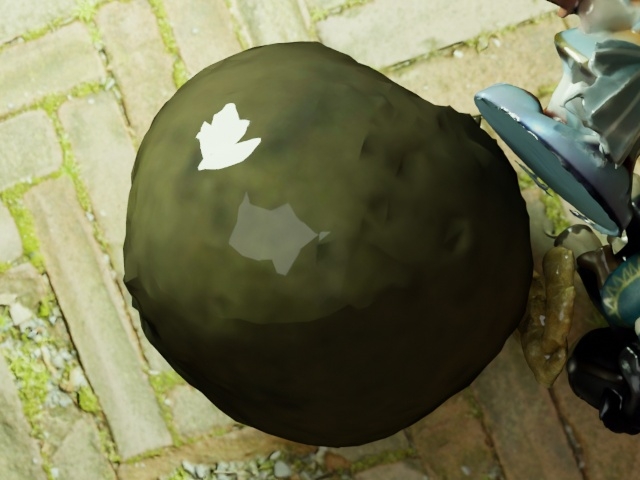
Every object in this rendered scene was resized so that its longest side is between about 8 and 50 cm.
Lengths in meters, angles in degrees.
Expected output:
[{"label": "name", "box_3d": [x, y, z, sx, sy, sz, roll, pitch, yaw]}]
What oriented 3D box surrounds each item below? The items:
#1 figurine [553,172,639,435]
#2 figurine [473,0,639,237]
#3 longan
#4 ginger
[{"label": "figurine", "box_3d": [0.367, 0.111, 1.566, 0.412, 0.241, 0.306, 37, 112, 48]}, {"label": "figurine", "box_3d": [0.345, -0.194, 1.469, 0.388, 0.276, 0.248, -44, 35, -2]}, {"label": "longan", "box_3d": [0.008, 0.001, 1.609, 0.404, 0.436, 0.403, 1, 69, -3]}, {"label": "ginger", "box_3d": [0.218, 0.082, 1.646, 0.053, 0.176, 0.193, 5, 136, 2]}]
